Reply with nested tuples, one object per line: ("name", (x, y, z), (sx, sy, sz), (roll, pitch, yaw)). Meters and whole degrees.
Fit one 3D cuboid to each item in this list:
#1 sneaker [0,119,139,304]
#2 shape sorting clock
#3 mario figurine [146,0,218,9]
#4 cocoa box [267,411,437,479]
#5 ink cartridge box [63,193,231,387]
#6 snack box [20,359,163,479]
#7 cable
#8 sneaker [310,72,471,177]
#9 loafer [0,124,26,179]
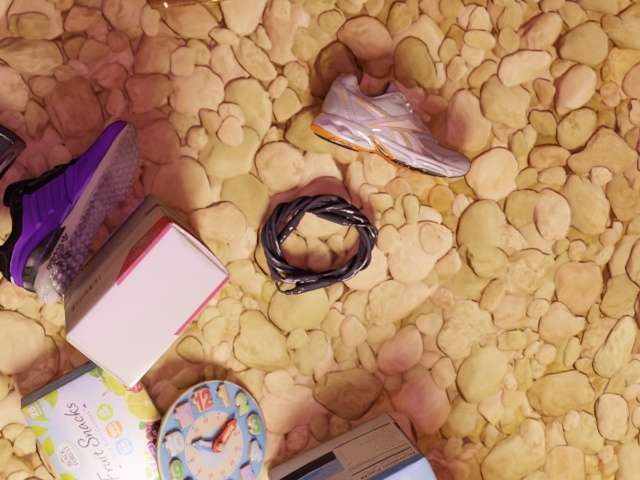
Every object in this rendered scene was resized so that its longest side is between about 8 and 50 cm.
("sneaker", (-0.379, -0.066, 1.562), (0.146, 0.102, 0.293), (24, 72, 12))
("shape sorting clock", (-0.163, 0.319, 1.670), (0.206, 0.040, 0.206), (7, 79, -38))
("mario figurine", (-0.218, -0.487, 1.510), (0.198, 0.170, 0.320), (-11, 102, -9))
("cocoa box", (0.102, 0.493, 1.696), (0.231, 0.228, 0.347), (-26, 103, -7))
("ink cartridge box", (-0.252, 0.059, 1.526), (0.117, 0.283, 0.207), (42, 88, -17))
("snack box", (-0.331, 0.292, 1.652), (0.174, 0.070, 0.207), (-28, 103, -9))
("cable", (0.000, 0.000, 1.699), (0.185, 0.047, 0.150), (-15, 96, -7))
("sneaker", (0.124, -0.178, 1.671), (0.262, 0.099, 0.121), (20, 89, -16))
("loafer", (-0.518, -0.030, 1.548), (0.095, 0.109, 0.302), (23, 90, -19))
